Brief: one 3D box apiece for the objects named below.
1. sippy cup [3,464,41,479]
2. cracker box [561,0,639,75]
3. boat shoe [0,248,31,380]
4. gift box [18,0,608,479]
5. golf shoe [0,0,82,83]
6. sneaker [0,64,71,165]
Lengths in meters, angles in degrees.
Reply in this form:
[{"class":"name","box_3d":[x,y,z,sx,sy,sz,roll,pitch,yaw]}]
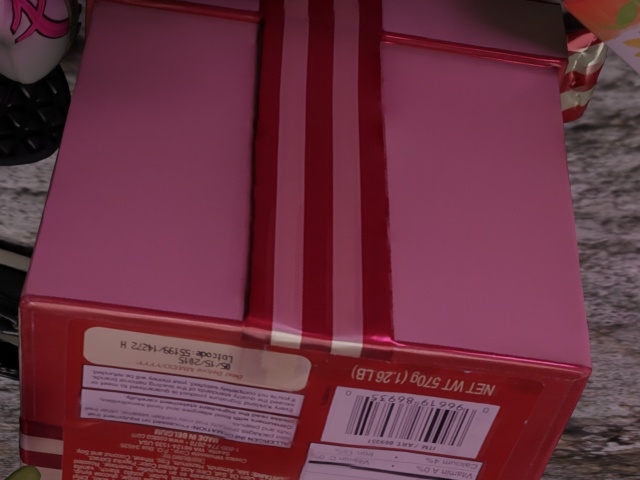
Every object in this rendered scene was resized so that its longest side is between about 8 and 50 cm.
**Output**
[{"class":"sippy cup","box_3d":[-0.243,-0.007,0.498,0.306,0.240,0.224,17,153,-24]},{"class":"cracker box","box_3d":[0.232,-0.097,0.582,0.156,0.067,0.232,-14,149,38]},{"class":"boat shoe","box_3d":[-0.265,0.071,1.004,0.340,0.113,0.127,13,155,-19]},{"class":"gift box","box_3d":[0.000,0.000,0.632,0.255,0.258,0.276,11,136,-8]},{"class":"golf shoe","box_3d":[-0.159,-0.117,0.579,0.067,0.086,0.186,25,159,13]},{"class":"sneaker","box_3d":[-0.248,-0.096,0.699,0.235,0.084,0.097,13,-179,-18]}]
